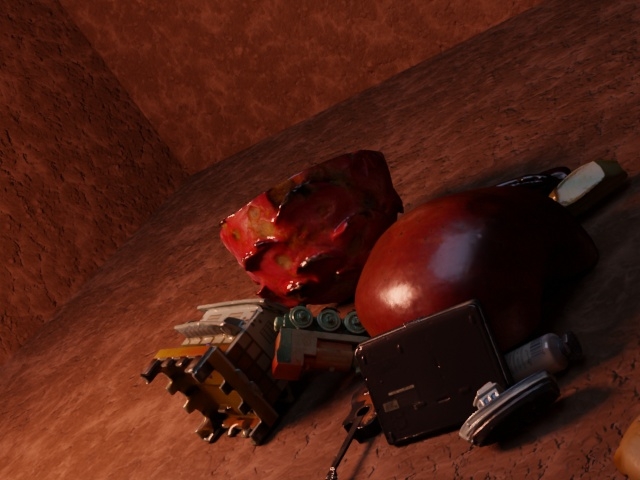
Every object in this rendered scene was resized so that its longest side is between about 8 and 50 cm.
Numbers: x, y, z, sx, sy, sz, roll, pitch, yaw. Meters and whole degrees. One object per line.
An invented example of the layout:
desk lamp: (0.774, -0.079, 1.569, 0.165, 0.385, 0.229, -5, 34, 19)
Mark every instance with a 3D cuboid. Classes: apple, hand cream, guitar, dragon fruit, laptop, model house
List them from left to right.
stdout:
model house: (-0.150, 0.213, 1.632, 0.224, 0.198, 0.215, -13, 34, 51)
dragon fruit: (0.000, 0.000, 1.806, 0.371, 0.249, 0.386, -15, -17, -49)
guitar: (0.054, 0.281, 1.365, 0.088, 0.025, 0.233, -21, 24, 39)
laptop: (0.150, 0.179, 1.265, 0.207, 0.154, 0.026, -24, -8, 31)
apple: (0.224, 0.062, 1.445, 0.365, 0.329, 0.295, -13, 72, 57)
hand cream: (0.239, 0.180, 1.261, 0.234, 0.050, 0.080, -29, 18, 34)

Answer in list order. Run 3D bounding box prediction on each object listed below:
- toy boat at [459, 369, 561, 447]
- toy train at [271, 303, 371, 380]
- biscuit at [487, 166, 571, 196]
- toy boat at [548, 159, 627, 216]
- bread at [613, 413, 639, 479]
toy boat: (0.229, 0.203, 1.171, 0.140, 0.059, 0.066, -40, 42, 11)
toy train: (0.008, 0.172, 1.538, 0.074, 0.176, 0.118, 114, 162, -57)
biscuit: (0.349, -0.079, 1.626, 0.151, 0.063, 0.235, -31, -11, 23)
toy boat: (0.422, -0.072, 1.541, 0.172, 0.066, 0.065, -35, 51, 4)
bread: (0.364, 0.215, 0.867, 0.134, 0.081, 0.225, -40, 19, 5)
